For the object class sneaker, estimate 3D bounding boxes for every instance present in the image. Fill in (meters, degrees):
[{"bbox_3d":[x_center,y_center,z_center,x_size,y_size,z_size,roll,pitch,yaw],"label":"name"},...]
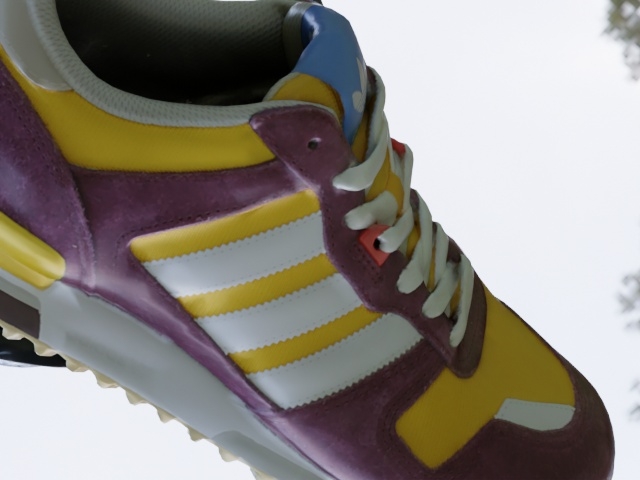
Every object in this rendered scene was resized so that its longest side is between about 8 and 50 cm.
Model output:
[{"bbox_3d":[0.000,0.000,0.356,0.185,0.084,0.069,26,-149,-20],"label":"sneaker"}]

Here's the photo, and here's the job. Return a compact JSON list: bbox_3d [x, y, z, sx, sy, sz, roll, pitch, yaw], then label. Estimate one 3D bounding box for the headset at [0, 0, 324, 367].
[{"bbox_3d":[-0.182,-0.050,0.890,0.394,0.243,0.185,-24,-146,-26],"label":"headset"}]
